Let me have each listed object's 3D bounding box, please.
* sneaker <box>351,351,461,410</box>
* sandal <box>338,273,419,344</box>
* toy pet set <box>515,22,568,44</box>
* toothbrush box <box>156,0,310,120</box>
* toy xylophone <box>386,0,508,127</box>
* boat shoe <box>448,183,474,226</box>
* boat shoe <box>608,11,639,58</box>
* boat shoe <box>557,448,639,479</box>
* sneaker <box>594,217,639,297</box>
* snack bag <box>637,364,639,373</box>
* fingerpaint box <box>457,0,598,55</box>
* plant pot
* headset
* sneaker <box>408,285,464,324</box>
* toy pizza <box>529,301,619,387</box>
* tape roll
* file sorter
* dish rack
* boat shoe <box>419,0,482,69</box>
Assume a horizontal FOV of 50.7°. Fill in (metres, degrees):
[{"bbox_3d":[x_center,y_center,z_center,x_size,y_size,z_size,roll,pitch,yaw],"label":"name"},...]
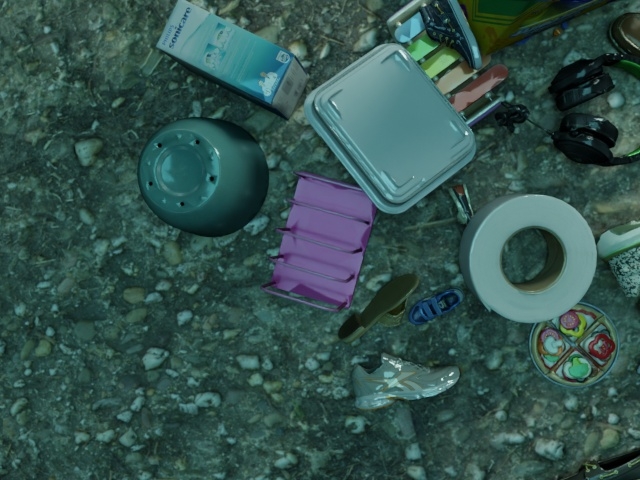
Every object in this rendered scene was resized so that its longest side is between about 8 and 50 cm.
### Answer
[{"bbox_3d":[0.194,0.313,1.577,0.262,0.099,0.121,-15,85,7],"label":"sneaker"},{"bbox_3d":[0.155,0.176,1.601,0.240,0.088,0.079,-40,117,14],"label":"sandal"},{"bbox_3d":[0.480,-0.491,1.547,0.122,0.065,0.114,47,62,2],"label":"toy pet set"},{"bbox_3d":[-0.193,-0.409,1.553,0.295,0.216,0.126,27,94,8],"label":"toothbrush box"},{"bbox_3d":[0.262,-0.387,1.557,0.236,0.081,0.323,-43,85,7],"label":"toy xylophone"},{"bbox_3d":[0.335,-0.063,1.571,0.043,0.049,0.137,-16,90,15],"label":"boat shoe"},{"bbox_3d":[0.785,-0.416,1.471,0.307,0.104,0.111,29,95,6],"label":"boat shoe"},{"bbox_3d":[0.633,0.529,1.530,0.227,0.081,0.069,-13,87,1],"label":"boat shoe"},{"bbox_3d":[0.808,0.021,1.442,0.410,0.158,0.182,-18,74,16],"label":"sneaker"},{"bbox_3d":[0.921,0.234,1.503,0.342,0.037,0.323,23,94,10],"label":"snack bag"},{"bbox_3d":[0.538,-0.574,1.324,0.444,0.371,0.163,-24,87,-7],"label":"fingerpaint box"},{"bbox_3d":[-0.286,-0.150,1.561,0.292,0.235,0.293,0,92,8],"label":"plant pot"},{"bbox_3d":[0.578,-0.282,1.463,0.394,0.185,0.244,-5,90,-3],"label":"headset"},{"bbox_3d":[0.270,0.152,1.579,0.144,0.059,0.053,-31,89,8],"label":"sneaker"},{"bbox_3d":[0.584,0.241,1.551,0.201,0.032,0.201,0,91,8],"label":"toy pizza"},{"bbox_3d":[0.457,0.037,1.505,0.286,0.100,0.286,0,97,-3],"label":"tape roll"},{"bbox_3d":[0.000,0.000,1.551,0.202,0.182,0.291,16,93,8],"label":"file sorter"},{"bbox_3d":[0.160,-0.255,1.456,0.285,0.072,0.333,-37,86,-13],"label":"dish rack"},{"bbox_3d":[0.285,-0.445,1.481,0.083,0.065,0.183,-23,80,7],"label":"boat shoe"}]
